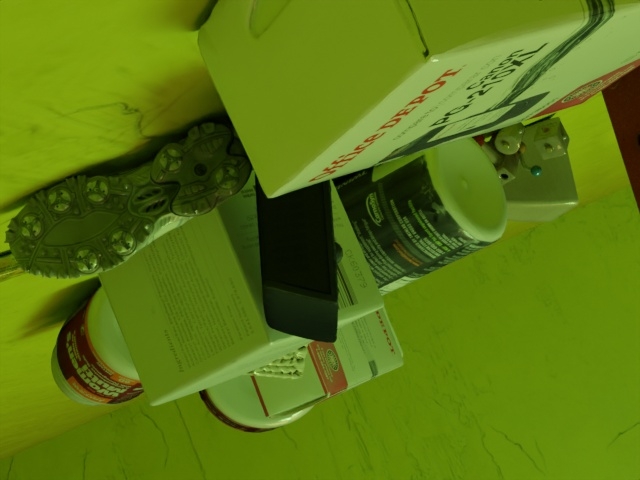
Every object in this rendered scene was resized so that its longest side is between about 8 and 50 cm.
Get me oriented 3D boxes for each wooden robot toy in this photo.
[{"bbox_3d":[0.202,-0.106,1.263,0.173,0.076,0.079,-30,-155,44],"label":"wooden robot toy"}]

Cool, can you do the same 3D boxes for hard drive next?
[{"bbox_3d":[-0.016,-0.015,0.789,0.054,0.172,0.254,-4,170,-1],"label":"hard drive"}]

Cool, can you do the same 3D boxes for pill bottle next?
[{"bbox_3d":[-0.115,0.238,2.060,0.224,0.224,0.392,-21,172,-11],"label":"pill bottle"},{"bbox_3d":[-0.223,0.115,1.241,0.121,0.121,0.221,-18,171,-31],"label":"pill bottle"},{"bbox_3d":[0.058,-0.012,1.154,0.246,0.130,0.130,-28,171,35],"label":"pill bottle"}]

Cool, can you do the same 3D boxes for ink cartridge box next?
[{"bbox_3d":[0.081,-0.119,0.565,0.237,0.100,0.172,-19,171,-30],"label":"ink cartridge box"},{"bbox_3d":[-0.005,0.137,1.718,0.117,0.207,0.283,-25,172,25],"label":"ink cartridge box"}]

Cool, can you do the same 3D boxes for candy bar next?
[{"bbox_3d":[-0.242,0.019,0.896,0.162,0.018,0.040,-21,176,-21],"label":"candy bar"}]

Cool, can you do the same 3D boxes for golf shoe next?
[{"bbox_3d":[-0.128,-0.022,0.783,0.176,0.069,0.086,-21,180,1],"label":"golf shoe"}]

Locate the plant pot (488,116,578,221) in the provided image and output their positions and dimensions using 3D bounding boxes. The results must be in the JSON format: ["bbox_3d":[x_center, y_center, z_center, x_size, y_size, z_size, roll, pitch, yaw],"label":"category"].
[{"bbox_3d":[0.239,-0.078,1.363,0.096,0.109,0.109,-9,171,-7],"label":"plant pot"}]

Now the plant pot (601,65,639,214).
[{"bbox_3d":[0.440,-0.122,1.112,0.236,0.267,0.267,-3,163,-35],"label":"plant pot"}]

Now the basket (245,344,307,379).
[{"bbox_3d":[-0.103,0.105,1.318,0.167,0.103,0.113,0,172,33],"label":"basket"}]

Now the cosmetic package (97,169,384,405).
[{"bbox_3d":[-0.076,0.037,1.005,0.151,0.151,0.184,-14,168,-47],"label":"cosmetic package"}]
